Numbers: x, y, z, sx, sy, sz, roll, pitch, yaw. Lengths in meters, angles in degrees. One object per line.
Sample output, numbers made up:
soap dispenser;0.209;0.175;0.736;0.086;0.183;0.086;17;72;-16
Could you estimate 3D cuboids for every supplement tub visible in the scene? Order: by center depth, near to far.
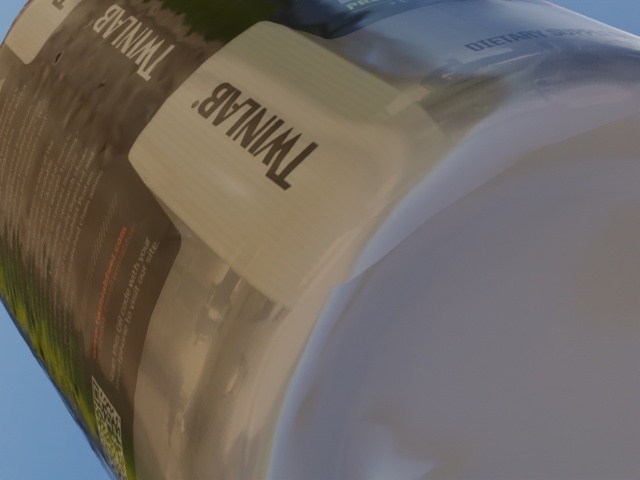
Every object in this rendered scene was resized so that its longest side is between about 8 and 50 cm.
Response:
supplement tub;0.000;0.000;0.545;0.338;0.207;0.207;39;-58;59
